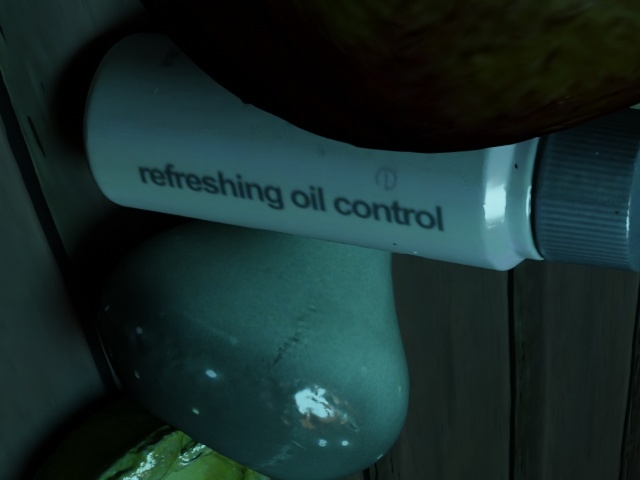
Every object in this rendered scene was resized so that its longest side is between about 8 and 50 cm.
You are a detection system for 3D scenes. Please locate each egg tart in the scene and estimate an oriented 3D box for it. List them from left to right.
[{"bbox_3d":[-0.114,0.166,0.970,0.197,0.078,0.197,-33,148,-24],"label":"egg tart"}]

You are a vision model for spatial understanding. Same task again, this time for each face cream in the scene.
[{"bbox_3d":[0.042,-0.038,0.713,0.092,0.311,0.092,9,90,-66],"label":"face cream"}]

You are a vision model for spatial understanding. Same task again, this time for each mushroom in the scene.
[{"bbox_3d":[0.027,-0.196,0.587,0.334,0.356,0.331,-41,-175,-10],"label":"mushroom"}]

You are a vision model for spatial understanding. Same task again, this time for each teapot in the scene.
[{"bbox_3d":[0.000,0.000,0.854,0.251,0.183,0.183,-60,149,-3],"label":"teapot"}]

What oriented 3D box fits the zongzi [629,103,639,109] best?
[{"bbox_3d":[0.185,-0.138,0.777,0.300,0.145,0.274,-105,-150,-79],"label":"zongzi"}]
